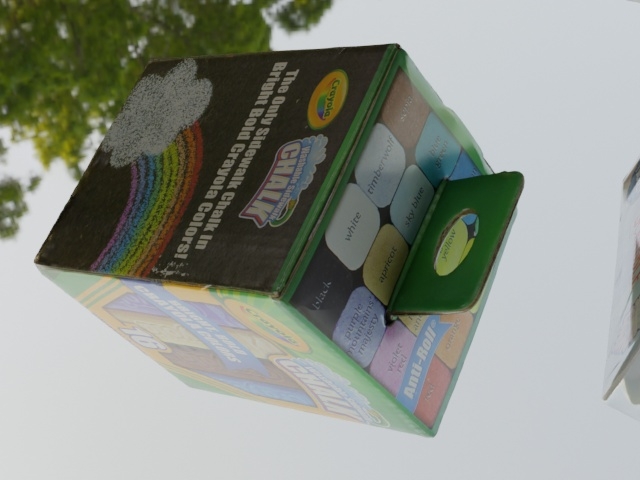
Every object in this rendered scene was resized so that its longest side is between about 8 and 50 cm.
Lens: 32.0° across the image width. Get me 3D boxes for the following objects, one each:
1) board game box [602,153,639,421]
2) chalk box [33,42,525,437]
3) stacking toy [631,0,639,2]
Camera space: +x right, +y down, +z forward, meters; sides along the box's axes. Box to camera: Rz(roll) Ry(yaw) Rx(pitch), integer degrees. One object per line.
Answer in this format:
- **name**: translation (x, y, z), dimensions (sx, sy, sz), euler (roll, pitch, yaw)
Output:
- **board game box**: translation (0.327, 0.067, 0.653), dimensions (0.318, 0.066, 0.318), euler (27, -152, 3)
- **chalk box**: translation (0.000, 0.000, 0.710), dimensions (0.288, 0.179, 0.180), euler (6, -118, 41)
- **stacking toy**: translation (0.100, -0.343, 0.850), dimensions (0.350, 0.351, 0.479), euler (-39, -154, -25)
